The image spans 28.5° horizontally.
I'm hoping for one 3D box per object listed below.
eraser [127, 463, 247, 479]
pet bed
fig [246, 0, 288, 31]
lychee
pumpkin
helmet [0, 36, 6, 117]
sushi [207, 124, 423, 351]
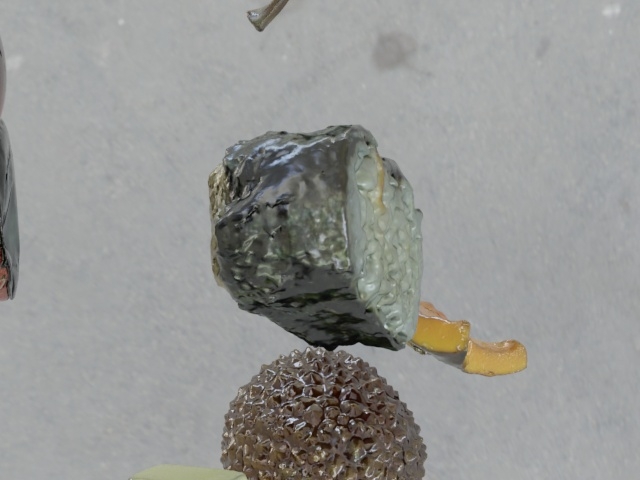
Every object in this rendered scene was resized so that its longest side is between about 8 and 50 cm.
[{"bbox_3d":[-0.119,0.305,1.204,0.117,0.058,0.172,-2,98,32],"label":"eraser"},{"bbox_3d":[-0.324,-0.034,1.233,0.053,0.201,0.201,-6,63,-12],"label":"pet bed"},{"bbox_3d":[-0.008,-0.399,1.557,0.217,0.217,0.321,40,121,28],"label":"fig"},{"bbox_3d":[0.012,0.263,1.541,0.267,0.267,0.267,-7,65,14],"label":"lychee"},{"bbox_3d":[0.148,0.114,1.900,0.290,0.258,0.095,32,91,30],"label":"pumpkin"},{"bbox_3d":[-0.320,-0.113,0.882,0.193,0.189,0.216,42,90,-9],"label":"helmet"},{"bbox_3d":[0.000,0.000,1.307,0.170,0.350,0.211,-2,75,19],"label":"sushi"}]
